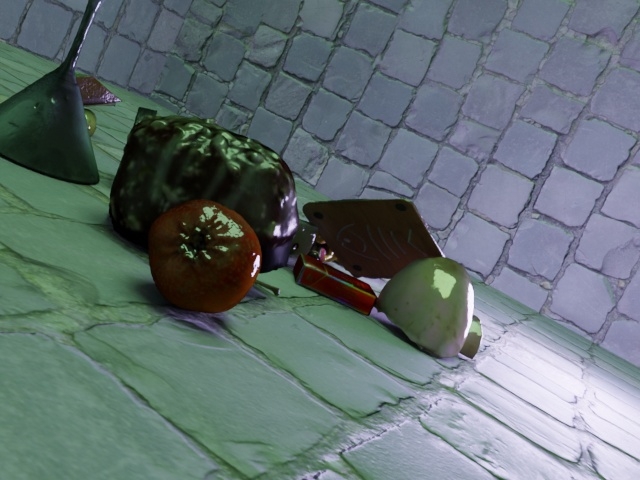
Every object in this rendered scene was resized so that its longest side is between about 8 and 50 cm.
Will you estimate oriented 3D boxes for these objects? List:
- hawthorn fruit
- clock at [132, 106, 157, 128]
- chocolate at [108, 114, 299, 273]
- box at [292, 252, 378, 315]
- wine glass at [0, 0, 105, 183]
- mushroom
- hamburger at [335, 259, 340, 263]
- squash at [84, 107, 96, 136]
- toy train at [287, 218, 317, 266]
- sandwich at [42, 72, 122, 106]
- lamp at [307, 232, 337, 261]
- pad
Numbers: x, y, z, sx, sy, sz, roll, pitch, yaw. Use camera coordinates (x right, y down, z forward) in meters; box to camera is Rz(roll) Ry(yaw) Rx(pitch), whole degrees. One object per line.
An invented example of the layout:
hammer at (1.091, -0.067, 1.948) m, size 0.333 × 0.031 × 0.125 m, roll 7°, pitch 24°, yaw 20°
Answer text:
hawthorn fruit at (-0.139, 0.034, 0.955) m, size 0.165 × 0.165 × 0.285 m, roll 30°, pitch -1°, yaw 18°
clock at (-0.399, -0.201, 1.410) m, size 0.040 × 0.184 × 0.184 m, roll 17°, pitch 11°, yaw -17°
chocolate at (-0.193, -0.096, 1.099) m, size 0.340 × 0.210 × 0.225 m, roll 18°, pitch 17°, yaw 9°
box at (0.030, 0.091, 1.395) m, size 0.175 × 0.048 × 0.112 m, roll 25°, pitch 9°, yaw -11°
wine glass at (-0.490, -0.345, 1.264) m, size 0.267 × 0.406 × 0.267 m, roll 24°, pitch 11°, yaw -5°
mushroom at (0.266, 0.144, 1.360) m, size 0.236 × 0.173 × 0.162 m, roll 29°, pitch 13°, yaw -17°
hamburger at (0.107, 0.026, 1.858) m, size 0.231 × 0.106 × 0.231 m, roll 20°, pitch 4°, yaw -2°
squash at (-0.637, -0.314, 1.725) m, size 0.083 × 0.083 × 0.250 m, roll 23°, pitch 6°, yaw -22°
toy train at (-0.166, -0.049, 1.419) m, size 0.300 × 0.131 × 0.202 m, roll 17°, pitch 21°, yaw -47°
sandwich at (-0.680, -0.405, 1.764) m, size 0.258 × 0.096 × 0.094 m, roll -12°, pitch 20°, yaw -34°
lamp at (0.000, 0.000, 1.647) m, size 0.118 × 0.118 × 0.253 m, roll 28°, pitch 8°, yaw 6°
pad at (0.128, 0.002, 1.457) m, size 0.284 × 0.018 × 0.286 m, roll 0°, pitch -38°, yaw 35°
